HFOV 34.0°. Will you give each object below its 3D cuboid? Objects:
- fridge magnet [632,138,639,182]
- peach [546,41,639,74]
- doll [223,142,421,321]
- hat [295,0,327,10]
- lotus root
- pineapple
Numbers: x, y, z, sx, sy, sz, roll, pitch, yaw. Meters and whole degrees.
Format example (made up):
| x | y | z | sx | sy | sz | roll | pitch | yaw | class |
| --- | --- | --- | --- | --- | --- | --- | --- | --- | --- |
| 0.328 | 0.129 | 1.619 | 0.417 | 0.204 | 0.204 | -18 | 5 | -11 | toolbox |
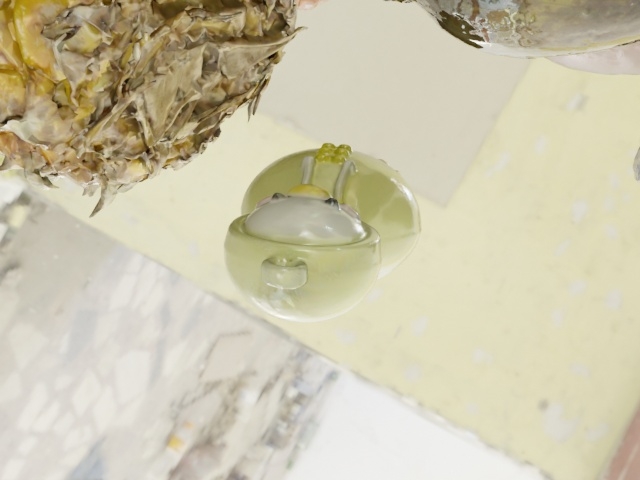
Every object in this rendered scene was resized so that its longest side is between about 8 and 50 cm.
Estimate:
| x | y | z | sx | sy | sz | roll | pitch | yaw | class |
| --- | --- | --- | --- | --- | --- | --- | --- | --- | --- |
| 0.359 | -0.119 | 0.896 | 0.265 | 0.112 | 0.265 | -58 | 172 | -12 | fridge magnet |
| 0.227 | -0.264 | 0.755 | 0.361 | 0.201 | 0.258 | -4 | -129 | 60 | peach |
| 0.002 | -0.012 | 0.765 | 0.296 | 0.141 | 0.117 | -42 | 142 | -81 | doll |
| -0.056 | -0.442 | 1.180 | 0.285 | 0.285 | 0.400 | -56 | 176 | -20 | hat |
| 0.121 | -0.150 | 0.540 | 0.120 | 0.209 | 0.120 | -6 | 90 | -84 | lotus root |
| -0.188 | -0.206 | 0.831 | 0.352 | 0.300 | 0.352 | -38 | 159 | -18 | pineapple |
